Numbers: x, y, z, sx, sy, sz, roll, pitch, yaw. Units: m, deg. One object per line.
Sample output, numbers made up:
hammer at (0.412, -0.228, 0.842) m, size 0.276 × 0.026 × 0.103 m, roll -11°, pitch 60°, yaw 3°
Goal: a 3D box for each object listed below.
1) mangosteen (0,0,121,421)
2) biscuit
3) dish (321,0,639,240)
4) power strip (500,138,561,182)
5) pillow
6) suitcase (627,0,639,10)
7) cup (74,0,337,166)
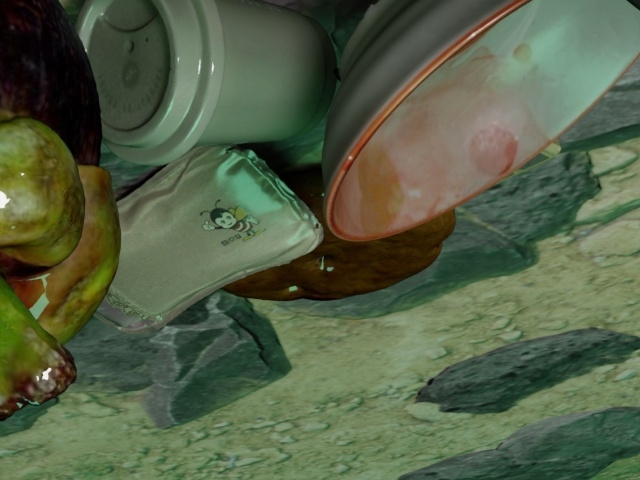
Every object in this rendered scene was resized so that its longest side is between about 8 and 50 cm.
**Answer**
mangosteen at (-0.247, -0.026, 0.938) m, size 0.300 × 0.300 × 0.300 m, roll -7°, pitch 156°, yaw -3°
biscuit at (0.000, 0.000, 1.394) m, size 0.212 × 0.036 × 0.212 m, roll -7°, pitch 155°, yaw -3°
dish at (0.088, -0.113, 1.061) m, size 0.260 × 0.085 × 0.260 m, roll -32°, pitch 163°, yaw -11°
power strip at (0.097, -0.077, 1.264) m, size 0.076 × 0.028 × 0.169 m, roll -25°, pitch 151°, yaw 34°
pillow at (-0.109, 0.003, 1.327) m, size 0.232 × 0.038 × 0.130 m, roll -24°, pitch 126°, yaw 33°
suitcase at (0.215, -0.225, 0.590) m, size 0.339 × 0.345 × 0.188 m, roll 4°, pitch 159°, yaw -26°
cup at (-0.066, -0.105, 1.064) m, size 0.141 × 0.120 × 0.120 m, roll -4°, pitch 160°, yaw -47°
